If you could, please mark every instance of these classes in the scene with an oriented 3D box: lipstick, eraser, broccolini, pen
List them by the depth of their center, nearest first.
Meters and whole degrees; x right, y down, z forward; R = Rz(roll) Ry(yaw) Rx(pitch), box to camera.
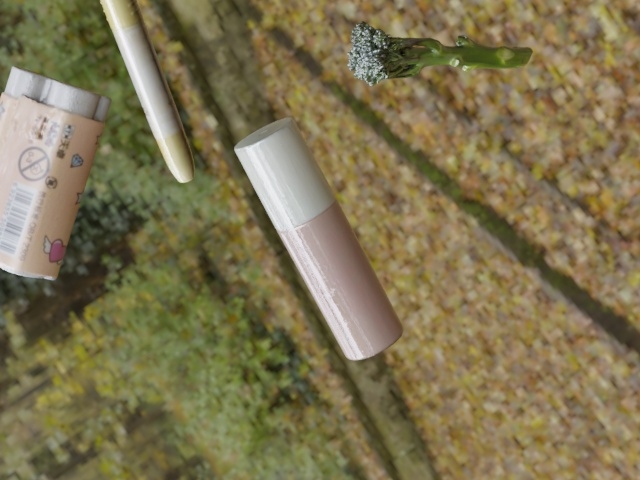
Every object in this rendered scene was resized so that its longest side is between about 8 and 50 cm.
[{"bbox_3d":[-0.162,-0.159,1.124,0.040,0.032,0.233,-83,-22,-61],"label":"pen"},{"bbox_3d":[0.121,-0.178,1.214,0.067,0.216,0.058,44,126,43],"label":"broccolini"},{"bbox_3d":[0.000,0.000,1.251,0.254,0.070,0.070,62,167,-15],"label":"lipstick"},{"bbox_3d":[-0.435,-0.102,1.823,0.171,0.290,0.087,19,-175,14],"label":"eraser"}]
